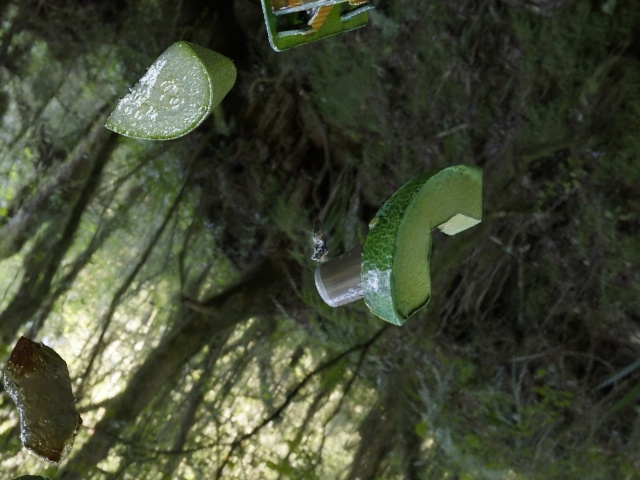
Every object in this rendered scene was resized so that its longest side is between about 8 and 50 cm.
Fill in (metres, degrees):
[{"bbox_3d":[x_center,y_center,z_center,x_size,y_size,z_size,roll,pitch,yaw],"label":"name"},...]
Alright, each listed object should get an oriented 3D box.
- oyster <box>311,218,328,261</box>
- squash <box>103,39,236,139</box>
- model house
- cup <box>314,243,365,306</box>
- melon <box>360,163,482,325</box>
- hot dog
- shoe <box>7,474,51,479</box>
[{"bbox_3d":[0.000,0.003,1.334,0.019,0.083,0.054,8,-143,16],"label":"oyster"},{"bbox_3d":[-0.279,-0.297,1.550,0.204,0.237,0.155,34,-150,-32],"label":"squash"},{"bbox_3d":[0.095,-0.532,1.535,0.313,0.242,0.357,5,-157,40],"label":"model house"},{"bbox_3d":[0.051,0.049,1.185,0.074,0.099,0.102,63,-159,-8],"label":"cup"},{"bbox_3d":[0.114,-0.010,0.873,0.064,0.209,0.118,1,122,51],"label":"melon"},{"bbox_3d":[-0.337,0.198,0.954,0.061,0.078,0.169,67,-179,-67],"label":"hot dog"},{"bbox_3d":[-0.501,0.472,1.349,0.262,0.128,0.140,-7,166,1],"label":"shoe"}]
